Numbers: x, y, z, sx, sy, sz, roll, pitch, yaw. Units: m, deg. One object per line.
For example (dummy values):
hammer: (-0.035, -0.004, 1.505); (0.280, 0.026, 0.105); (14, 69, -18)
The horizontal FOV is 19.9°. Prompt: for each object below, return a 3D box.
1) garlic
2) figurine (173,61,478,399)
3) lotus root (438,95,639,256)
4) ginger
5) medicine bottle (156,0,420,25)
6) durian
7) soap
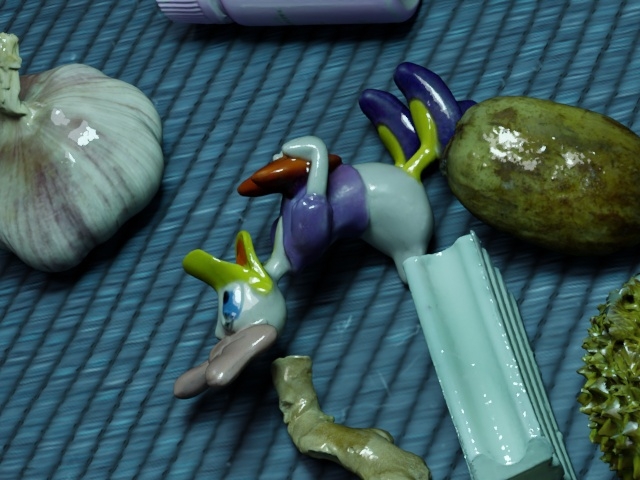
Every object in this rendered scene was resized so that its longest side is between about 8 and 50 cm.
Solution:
garlic: (-0.305, -0.120, 1.995); (0.245, 0.253, 0.245); (-12, 45, 13)
figurine: (0.001, -0.006, 1.866); (0.421, 0.154, 0.193); (-36, 92, -22)
lotus root: (0.249, -0.059, 1.821); (0.260, 0.128, 0.145); (18, 76, 6)
ginger: (0.048, 0.209, 1.756); (0.089, 0.075, 0.288); (-18, 44, -34)
medicine bottle: (-0.037, -0.335, 2.085); (0.290, 0.178, 0.178); (1, 58, 21)
durian: (0.372, 0.130, 1.599); (0.293, 0.258, 0.258); (-11, 54, 0)
soap: (0.158, 0.140, 1.712); (0.094, 0.150, 0.261); (-23, 52, 11)
